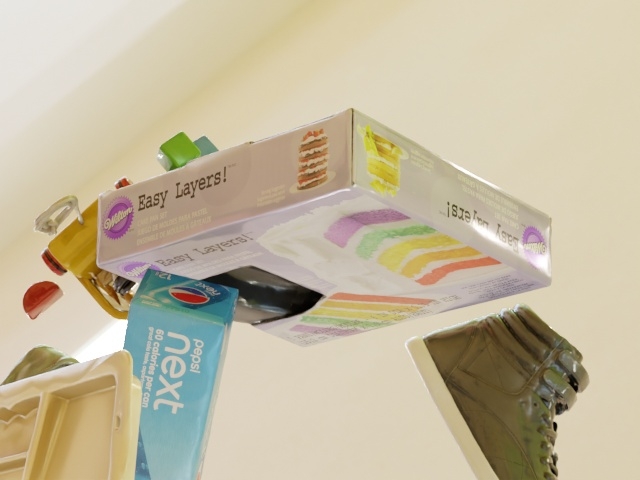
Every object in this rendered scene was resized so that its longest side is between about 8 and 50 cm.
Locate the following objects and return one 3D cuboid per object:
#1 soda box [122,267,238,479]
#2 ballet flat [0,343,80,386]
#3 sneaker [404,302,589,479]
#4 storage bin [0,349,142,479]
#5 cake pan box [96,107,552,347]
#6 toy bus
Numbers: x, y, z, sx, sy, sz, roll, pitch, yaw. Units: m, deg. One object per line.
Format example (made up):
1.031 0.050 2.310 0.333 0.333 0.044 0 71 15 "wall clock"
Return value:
-0.116 0.133 1.247 0.071 0.210 0.067 13 -158 1 "soda box"
-0.295 0.178 1.593 0.068 0.072 0.213 16 -133 27 "ballet flat"
0.206 0.180 1.606 0.147 0.104 0.296 -29 -120 1 "sneaker"
-0.051 0.164 0.754 0.260 0.262 0.123 -20 -128 48 "storage bin"
0.000 0.000 1.289 0.267 0.245 0.070 -15 -119 37 "cake pan box"
-0.156 0.019 1.458 0.202 0.104 0.191 -34 167 -38 "toy bus"
